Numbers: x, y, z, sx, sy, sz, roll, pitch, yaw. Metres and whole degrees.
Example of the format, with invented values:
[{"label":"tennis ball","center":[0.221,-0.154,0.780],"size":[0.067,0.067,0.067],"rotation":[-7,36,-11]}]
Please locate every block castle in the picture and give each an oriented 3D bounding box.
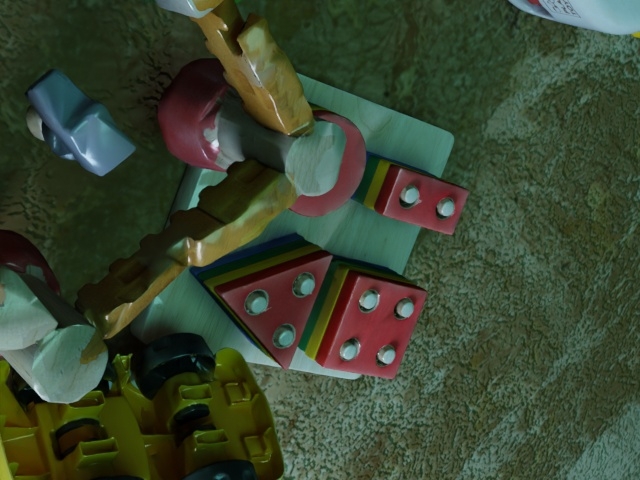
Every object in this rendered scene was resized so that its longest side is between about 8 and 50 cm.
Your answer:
[{"label":"block castle","center":[-0.211,-0.146,0.683],"size":[0.303,0.213,0.453],"rotation":[-42,128,-17]}]

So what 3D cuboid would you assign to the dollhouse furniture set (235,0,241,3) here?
[{"label":"dollhouse furniture set","center":[-0.029,-0.246,0.868],"size":[0.151,0.058,0.076],"rotation":[-36,126,-19]}]

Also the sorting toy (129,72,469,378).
[{"label":"sorting toy","center":[0.000,0.000,0.974],"size":[0.255,0.089,0.257],"rotation":[15,100,-39]}]

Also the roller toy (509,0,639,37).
[{"label":"roller toy","center":[0.255,-0.285,1.001],"size":[0.191,0.146,0.209],"rotation":[-12,116,-32]}]

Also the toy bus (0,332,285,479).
[{"label":"toy bus","center":[-0.169,0.192,0.897],"size":[0.220,0.149,0.211],"rotation":[-2,142,-33]}]
